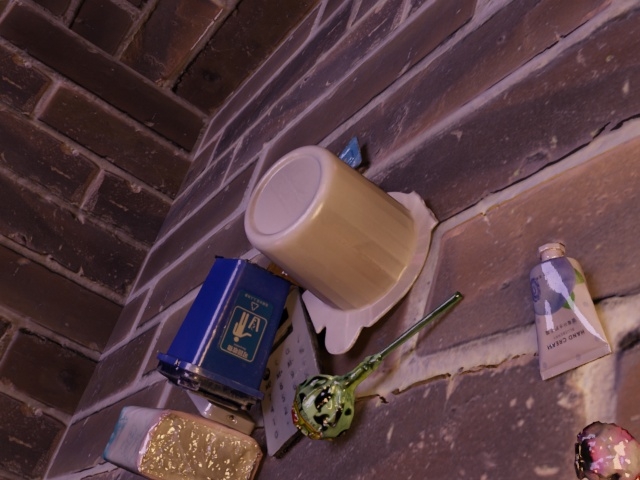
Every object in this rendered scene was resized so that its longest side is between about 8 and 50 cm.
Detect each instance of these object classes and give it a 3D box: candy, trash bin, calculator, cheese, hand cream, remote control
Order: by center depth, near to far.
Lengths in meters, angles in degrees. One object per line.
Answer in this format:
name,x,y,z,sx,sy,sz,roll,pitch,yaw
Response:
hand cream,0.252,0.067,0.778,0.084,0.053,0.142,-38,39,43
candy,0.079,0.171,1.019,0.305,0.083,0.091,-41,63,19
calculator,-0.055,0.209,1.233,0.161,0.021,0.262,-49,36,26
trash bin,-0.160,0.154,1.267,0.184,0.162,0.235,0,66,57
remote control,-0.199,0.302,1.405,0.034,0.103,0.250,-62,22,-6
cheese,0.007,-0.108,1.574,0.245,0.052,0.135,-48,25,24

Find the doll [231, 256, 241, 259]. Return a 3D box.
doll,-0.245,0.126,1.818,0.160,0.059,0.161,-24,40,57

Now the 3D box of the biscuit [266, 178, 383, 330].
biscuit,-0.020,0.052,1.385,0.394,0.070,0.350,-54,21,11

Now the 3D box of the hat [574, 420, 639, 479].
hat,0.207,0.209,0.451,0.128,0.227,0.140,-26,5,-5

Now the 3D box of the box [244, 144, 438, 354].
box,0.000,0.000,1.140,0.262,0.206,0.291,-3,58,48

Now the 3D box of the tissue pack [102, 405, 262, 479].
tissue pack,-0.245,0.365,1.283,0.271,0.201,0.124,-18,52,60
